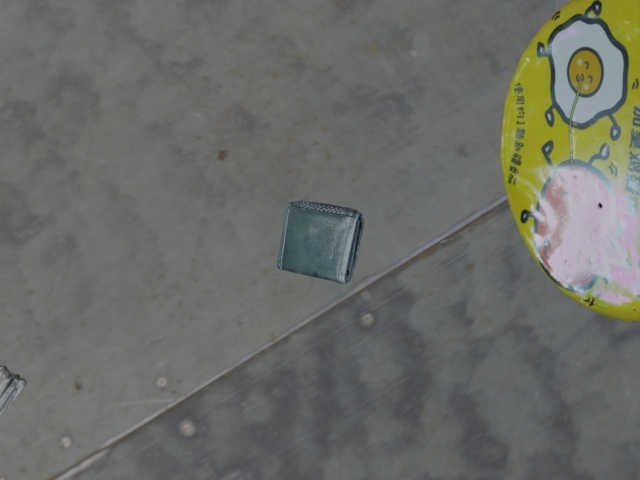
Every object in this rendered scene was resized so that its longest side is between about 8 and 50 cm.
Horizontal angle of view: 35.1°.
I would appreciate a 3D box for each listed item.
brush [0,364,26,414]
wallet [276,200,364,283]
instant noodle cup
[{"bbox_3d":[-0.280,0.195,0.563,0.090,0.017,0.314,20,70,44],"label":"brush"},{"bbox_3d":[0.000,0.000,1.196,0.129,0.026,0.088,11,92,48],"label":"wallet"},{"bbox_3d":[0.381,-0.096,1.027,0.254,0.325,0.325,-9,92,-29],"label":"instant noodle cup"}]
